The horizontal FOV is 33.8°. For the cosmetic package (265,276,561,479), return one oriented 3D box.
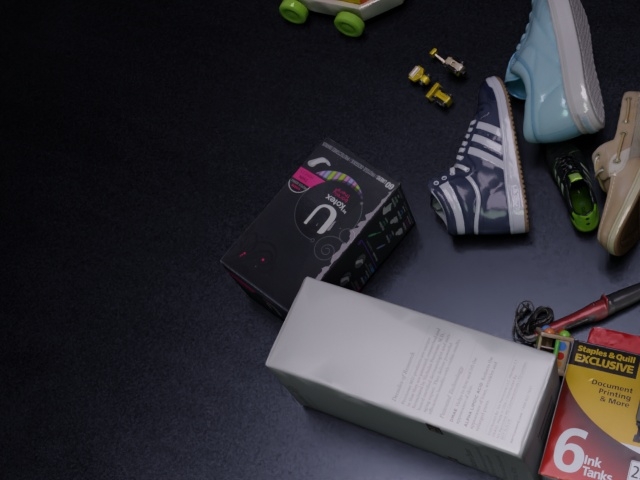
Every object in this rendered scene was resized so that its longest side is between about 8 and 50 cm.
[{"bbox_3d":[0.140,0.204,1.517,0.385,0.217,0.156,15,70,23],"label":"cosmetic package"}]

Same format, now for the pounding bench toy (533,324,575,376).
[{"bbox_3d":[0.341,0.161,1.537,0.052,0.083,0.065,11,94,3],"label":"pounding bench toy"}]

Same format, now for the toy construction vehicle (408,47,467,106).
[{"bbox_3d":[0.210,-0.283,1.838,0.098,0.035,0.086,38,90,30],"label":"toy construction vehicle"}]

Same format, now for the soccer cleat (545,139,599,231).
[{"bbox_3d":[0.402,-0.099,1.667,0.060,0.072,0.178,-17,62,7],"label":"soccer cleat"}]

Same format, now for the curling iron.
[{"bbox_3d":[0.418,0.091,1.593,0.274,0.035,0.068,-19,62,7],"label":"curling iron"}]

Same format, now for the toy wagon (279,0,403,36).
[{"bbox_3d":[0.015,-0.528,1.987,0.345,0.068,0.267,18,71,22],"label":"toy wagon"}]

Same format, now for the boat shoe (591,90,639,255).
[{"bbox_3d":[0.474,-0.110,1.638,0.098,0.109,0.302,13,63,27],"label":"boat shoe"}]

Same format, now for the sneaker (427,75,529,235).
[{"bbox_3d":[0.245,-0.135,1.715,0.153,0.099,0.282,-9,66,10],"label":"sneaker"}]

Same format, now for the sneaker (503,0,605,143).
[{"bbox_3d":[0.367,-0.316,1.748,0.150,0.135,0.365,-18,49,25],"label":"sneaker"}]

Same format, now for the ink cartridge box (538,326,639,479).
[{"bbox_3d":[0.486,0.249,1.445,0.310,0.130,0.271,11,68,21],"label":"ink cartridge box"}]

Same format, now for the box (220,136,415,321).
[{"bbox_3d":[0.000,0.000,1.693,0.165,0.143,0.270,34,78,27],"label":"box"}]

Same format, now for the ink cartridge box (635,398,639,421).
[{"bbox_3d":[0.461,0.154,1.315,0.082,0.190,0.139,24,71,24],"label":"ink cartridge box"}]
